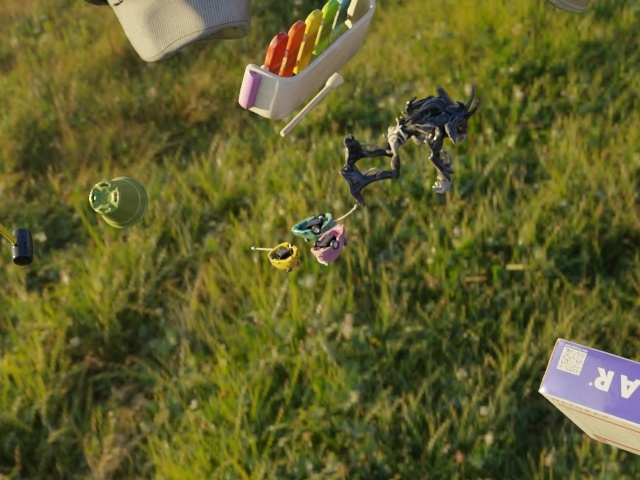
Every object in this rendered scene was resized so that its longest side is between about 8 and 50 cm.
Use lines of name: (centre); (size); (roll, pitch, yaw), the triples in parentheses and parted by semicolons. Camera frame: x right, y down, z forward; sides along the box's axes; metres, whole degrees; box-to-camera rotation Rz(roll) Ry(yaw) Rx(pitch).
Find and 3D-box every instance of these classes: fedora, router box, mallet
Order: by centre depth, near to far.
fedora: (-0.164, -0.299, 1.400); (0.243, 0.124, 0.275); (-21, 7, -34)
router box: (0.507, 0.259, 1.558); (0.335, 0.301, 0.082); (16, 78, 31)
mallet: (-0.549, -0.031, 1.916); (0.039, 0.190, 0.062); (-21, 48, 11)

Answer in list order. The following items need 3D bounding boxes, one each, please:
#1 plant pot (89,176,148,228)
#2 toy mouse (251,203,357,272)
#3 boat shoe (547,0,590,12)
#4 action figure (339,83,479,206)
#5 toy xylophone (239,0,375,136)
plant pot: (-0.322, -0.064, 1.763); (0.083, 0.079, 0.083); (-1, 85, 11)
toy mouse: (0.000, 0.000, 1.556); (0.143, 0.031, 0.161); (-35, 27, -17)
boat shoe: (0.385, -0.513, 1.957); (0.110, 0.341, 0.122); (-40, 44, 27)
action figure: (0.173, -0.171, 2.003); (0.275, 0.141, 0.164); (-25, 47, 19)
toy xylophone: (-0.019, -0.318, 2.007); (0.081, 0.236, 0.322); (39, 52, 10)
